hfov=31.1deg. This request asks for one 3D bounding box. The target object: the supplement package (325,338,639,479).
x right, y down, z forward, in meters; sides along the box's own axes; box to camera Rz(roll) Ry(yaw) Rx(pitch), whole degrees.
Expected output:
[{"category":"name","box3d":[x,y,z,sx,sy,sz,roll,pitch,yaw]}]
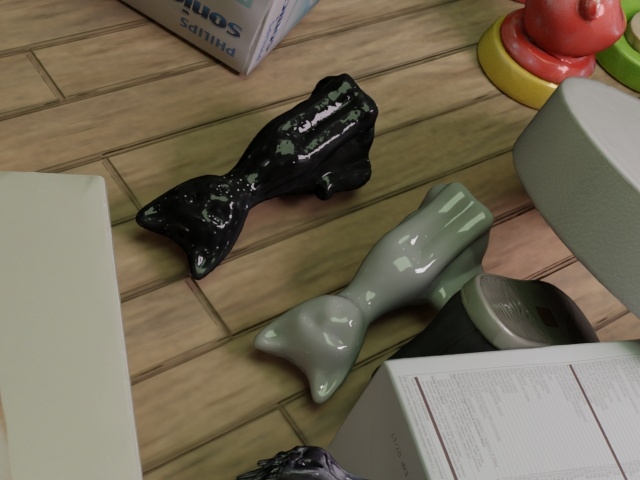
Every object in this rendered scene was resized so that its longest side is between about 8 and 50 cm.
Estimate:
[{"category":"supplement package","box3d":[0.147,0.162,0.770,0.244,0.134,0.139,-1,52,-25]}]

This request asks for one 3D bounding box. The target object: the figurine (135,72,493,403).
[{"category":"figurine","box3d":[0.000,0.000,0.884,0.209,0.092,0.215,-36,73,-32]}]

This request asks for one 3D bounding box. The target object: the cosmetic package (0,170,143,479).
[{"category":"cosmetic package","box3d":[-0.183,0.117,0.652,0.129,0.153,0.296,3,51,-22]}]

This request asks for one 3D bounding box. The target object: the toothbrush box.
[{"category":"toothbrush box","box3d":[-0.074,-0.320,1.078,0.216,0.126,0.295,33,48,5]}]

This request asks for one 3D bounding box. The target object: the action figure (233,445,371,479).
[{"category":"action figure","box3d":[-0.007,0.256,0.612,0.141,0.275,0.164,-9,7,13]}]

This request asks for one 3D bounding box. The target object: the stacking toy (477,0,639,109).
[{"category":"stacking toy","box3d":[0.285,-0.287,1.205,0.280,0.130,0.308,0,53,-23]}]

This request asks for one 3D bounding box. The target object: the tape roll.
[{"category":"tape roll","box3d":[0.329,0.011,0.920,0.392,0.072,0.392,29,25,-15]}]

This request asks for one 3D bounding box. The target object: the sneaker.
[{"category":"sneaker","box3d":[0.133,0.091,0.870,0.222,0.118,0.083,21,38,-48]}]
